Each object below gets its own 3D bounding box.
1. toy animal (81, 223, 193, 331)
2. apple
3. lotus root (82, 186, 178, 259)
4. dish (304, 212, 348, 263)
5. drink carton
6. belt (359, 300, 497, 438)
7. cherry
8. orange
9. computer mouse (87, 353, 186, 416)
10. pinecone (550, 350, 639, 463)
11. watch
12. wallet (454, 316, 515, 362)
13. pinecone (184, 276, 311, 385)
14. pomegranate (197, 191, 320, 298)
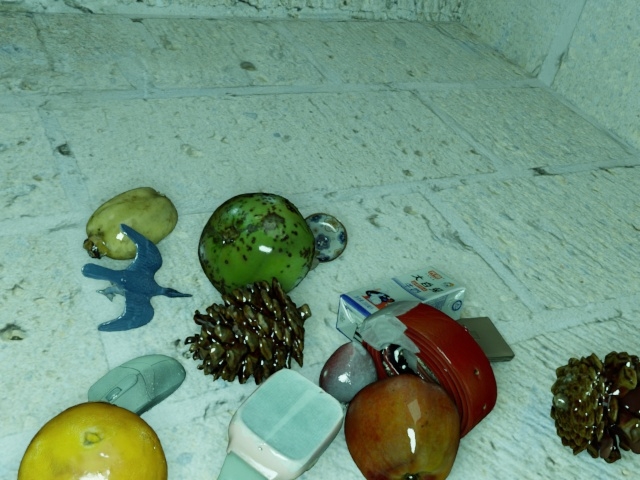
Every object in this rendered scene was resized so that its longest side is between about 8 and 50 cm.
[{"bbox_3d":[-0.415,0.091,1.623,0.176,0.239,0.255,-3,-14,22],"label":"toy animal"},{"bbox_3d":[0.165,0.373,1.399,0.234,0.234,0.234,9,36,-7],"label":"apple"},{"bbox_3d":[-0.472,-0.041,1.785,0.160,0.146,0.284,13,35,29],"label":"lotus root"},{"bbox_3d":[0.000,0.000,1.959,0.141,0.078,0.141,1,79,-5],"label":"dish"},{"bbox_3d":[0.199,0.165,1.766,0.315,0.106,0.130,-14,35,-35],"label":"drink carton"},{"bbox_3d":[0.226,0.264,1.539,0.115,0.227,0.324,-26,69,-44],"label":"belt"},{"bbox_3d":[0.032,0.287,1.533,0.188,0.148,0.115,7,29,-10],"label":"cherry"},{"bbox_3d":[-0.375,0.389,1.190,0.240,0.240,0.240,9,36,-7],"label":"orange"},{"bbox_3d":[-0.369,0.289,1.447,0.113,0.068,0.229,34,40,27],"label":"computer mouse"},{"bbox_3d":[0.639,0.352,1.567,0.264,0.264,0.264,9,36,-7],"label":"pinecone"},{"bbox_3d":[-0.087,0.385,1.272,0.162,0.241,0.253,34,42,18],"label":"watch"},{"bbox_3d":[0.401,0.248,1.794,0.118,0.038,0.152,2,34,-17],"label":"wallet"},{"bbox_3d":[-0.145,0.201,1.524,0.273,0.224,0.224,-22,46,-13],"label":"pinecone"},{"bbox_3d":[-0.127,0.028,1.755,0.285,0.285,0.341,42,11,32],"label":"pomegranate"}]
